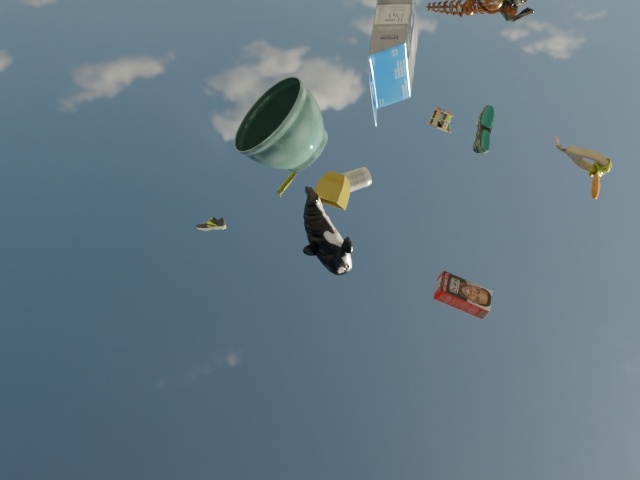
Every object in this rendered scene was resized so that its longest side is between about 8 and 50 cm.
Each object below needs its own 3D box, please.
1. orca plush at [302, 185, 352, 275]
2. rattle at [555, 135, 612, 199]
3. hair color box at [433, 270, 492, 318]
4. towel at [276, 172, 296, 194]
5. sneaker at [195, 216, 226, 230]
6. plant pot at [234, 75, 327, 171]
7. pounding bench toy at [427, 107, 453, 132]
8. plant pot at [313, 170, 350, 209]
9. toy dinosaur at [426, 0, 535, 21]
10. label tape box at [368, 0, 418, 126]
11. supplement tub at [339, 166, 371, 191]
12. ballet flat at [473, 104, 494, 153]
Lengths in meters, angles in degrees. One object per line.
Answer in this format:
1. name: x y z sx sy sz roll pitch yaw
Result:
1. orca plush: 0.000 0.000 1.851 0.151 0.287 0.102 28 -122 34
2. rattle: 0.835 -0.239 2.244 0.199 0.143 0.130 26 -171 8
3. hair color box: 0.366 0.139 1.756 0.141 0.043 0.072 23 -130 -5
4. towel: -0.124 -0.209 2.544 0.102 0.021 0.237 -50 -177 -4
5. sneaker: -0.299 -0.046 1.863 0.083 0.035 0.031 -3 -173 0
6. plant pot: -0.102 -0.340 2.154 0.293 0.196 0.293 -33 -144 28
7. pounding bench toy: 0.406 -0.396 2.253 0.083 0.065 0.052 13 -166 -35
8. plant pot: 0.037 -0.142 1.868 0.081 0.081 0.083 20 -95 23
9. toy dinosaur: 0.436 -0.653 1.731 0.321 0.218 0.164 -20 -168 -8
10. label tape box: 0.219 -0.551 2.041 0.115 0.249 0.348 2 -116 12
11. supplement tub: 0.114 -0.207 2.362 0.107 0.071 0.071 -19 -144 -16
12. ballet flat: 0.587 -0.403 2.490 0.070 0.070 0.188 7 -108 22
